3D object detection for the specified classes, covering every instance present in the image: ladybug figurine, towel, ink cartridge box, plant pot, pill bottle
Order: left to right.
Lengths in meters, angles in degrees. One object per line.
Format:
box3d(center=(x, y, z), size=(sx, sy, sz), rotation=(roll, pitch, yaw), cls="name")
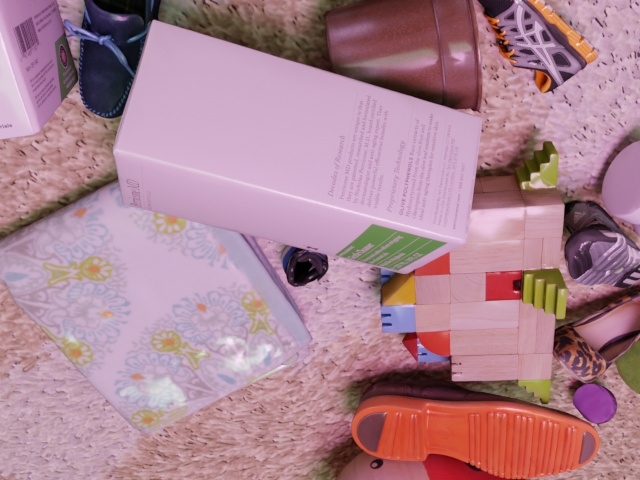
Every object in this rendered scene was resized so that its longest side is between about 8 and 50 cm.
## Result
box3d(center=(-0.357, -0.263, 0.703), size=(0.117, 0.201, 0.278), rotation=(-8, 119, -2), cls="ink cartridge box")
box3d(center=(-0.222, 0.088, 0.980), size=(0.320, 0.090, 0.375), rotation=(-27, 118, 6), cls="towel")
box3d(center=(0.094, -0.221, 0.822), size=(0.165, 0.167, 0.167), rotation=(-10, 120, 6), cls="plant pot")
box3d(center=(0.220, 0.451, 1.162), size=(0.449, 0.162, 0.305), rotation=(24, 153, -23), cls="ladybug figurine")
box3d(center=(0.543, -0.045, 0.978), size=(0.271, 0.152, 0.152), rotation=(19, 114, -17), cls="pill bottle")

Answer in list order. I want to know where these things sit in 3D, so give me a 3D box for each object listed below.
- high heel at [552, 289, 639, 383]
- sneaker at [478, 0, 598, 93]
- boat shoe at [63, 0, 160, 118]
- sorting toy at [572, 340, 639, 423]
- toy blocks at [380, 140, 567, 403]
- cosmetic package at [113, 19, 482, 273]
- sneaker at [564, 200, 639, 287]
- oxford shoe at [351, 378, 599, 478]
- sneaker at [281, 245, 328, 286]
box3d(center=(0.444, 0.123, 1.039), size=(0.186, 0.093, 0.261), rotation=(-46, 155, 21), cls="high heel")
box3d(center=(0.250, -0.261, 0.860), size=(0.214, 0.084, 0.083), rotation=(31, 115, -23), cls="sneaker")
box3d(center=(-0.236, -0.261, 0.779), size=(0.108, 0.089, 0.259), rotation=(14, 112, -1), cls="boat shoe")
box3d(center=(0.595, 0.189, 1.161), size=(0.365, 0.127, 0.126), rotation=(-44, 145, 19), cls="sorting toy")
box3d(center=(0.196, 0.061, 0.993), size=(0.260, 0.191, 0.382), rotation=(-3, 120, 7), cls="toy blocks")
box3d(center=(-0.030, -0.089, 0.782), size=(0.365, 0.197, 0.155), rotation=(13, 75, -9), cls="cosmetic package")
box3d(center=(0.374, -0.006, 0.980), size=(0.086, 0.132, 0.228), rotation=(-45, 143, 23), cls="sneaker")
box3d(center=(0.236, 0.269, 1.073), size=(0.363, 0.133, 0.130), rotation=(6, 113, 10), cls="oxford shoe")
box3d(center=(0.001, 0.001, 0.964), size=(0.058, 0.085, 0.152), rotation=(34, 109, -23), cls="sneaker")
